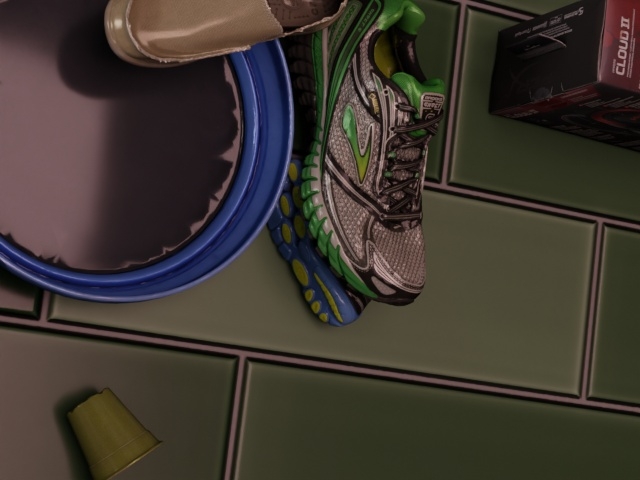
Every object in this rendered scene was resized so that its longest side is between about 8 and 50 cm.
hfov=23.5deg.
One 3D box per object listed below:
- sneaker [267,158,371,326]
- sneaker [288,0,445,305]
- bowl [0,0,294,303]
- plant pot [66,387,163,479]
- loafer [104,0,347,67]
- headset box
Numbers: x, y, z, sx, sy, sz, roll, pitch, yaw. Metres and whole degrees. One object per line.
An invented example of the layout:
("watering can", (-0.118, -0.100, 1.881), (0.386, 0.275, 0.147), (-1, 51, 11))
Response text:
("sneaker", (0.000, 0.000, 1.674), (0.078, 0.067, 0.188), (-30, 98, -46))
("sneaker", (0.061, -0.100, 1.615), (0.134, 0.146, 0.343), (3, 75, -50))
("bowl", (-0.217, -0.130, 1.563), (0.391, 0.077, 0.391), (2, 85, -26))
("plant pot", (-0.214, 0.193, 1.546), (0.083, 0.083, 0.079), (-32, 89, -24))
("loafer", (-0.086, -0.240, 1.541), (0.268, 0.092, 0.102), (-17, 94, -26))
("headset box", (0.352, -0.187, 1.764), (0.293, 0.218, 0.110), (11, 80, -24))
